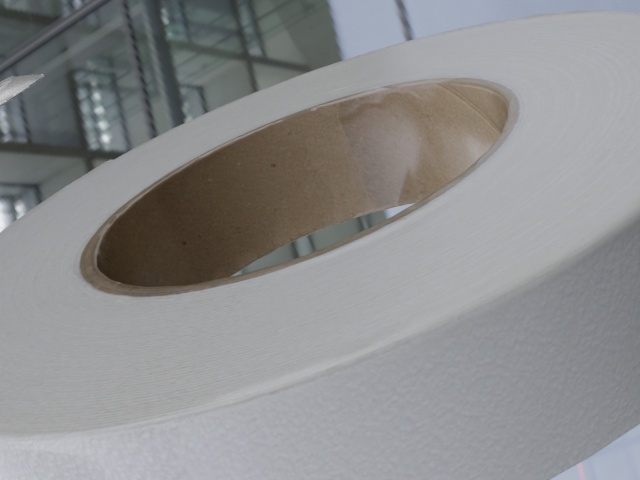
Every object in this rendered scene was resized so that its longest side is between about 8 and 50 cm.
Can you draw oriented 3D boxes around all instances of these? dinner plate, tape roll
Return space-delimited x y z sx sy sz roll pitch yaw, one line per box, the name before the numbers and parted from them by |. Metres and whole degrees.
dinner plate | -0.309 -0.116 1.025 0.017 0.141 0.141 61 -143 -17
tape roll | 0.000 0.000 0.529 0.392 0.392 0.072 -50 -55 -50
